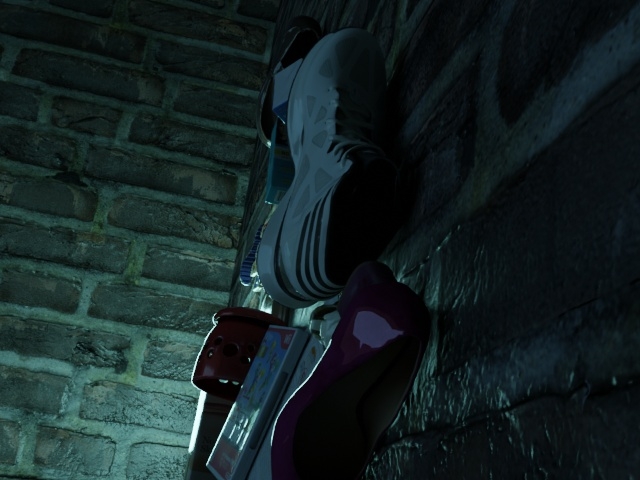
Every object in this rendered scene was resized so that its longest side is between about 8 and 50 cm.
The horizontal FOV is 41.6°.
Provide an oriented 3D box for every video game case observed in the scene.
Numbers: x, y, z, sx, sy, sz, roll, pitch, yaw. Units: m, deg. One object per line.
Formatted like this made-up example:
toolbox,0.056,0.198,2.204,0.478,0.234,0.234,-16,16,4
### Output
video game case,-0.115,0.284,1.475,0.285,0.025,0.204,-65,14,-11

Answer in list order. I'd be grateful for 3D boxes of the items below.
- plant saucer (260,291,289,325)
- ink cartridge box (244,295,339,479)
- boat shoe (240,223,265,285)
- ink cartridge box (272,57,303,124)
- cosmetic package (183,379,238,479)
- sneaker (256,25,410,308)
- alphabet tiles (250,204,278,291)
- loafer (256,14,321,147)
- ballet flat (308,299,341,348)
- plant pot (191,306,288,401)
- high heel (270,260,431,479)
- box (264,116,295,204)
plant saucer,-0.120,0.211,2.007,0.278,0.041,0.278,-169,90,-79
ink cartridge box,-0.026,0.304,1.356,0.385,0.091,0.308,-58,15,14
boat shoe,-0.161,0.048,2.332,0.066,0.066,0.183,42,-113,-51
ink cartridge box,0.000,-0.200,1.399,0.060,0.180,0.104,-28,37,25
cosmetic package,-0.229,0.481,1.992,0.129,0.153,0.296,-162,82,-78
sneaker,0.060,-0.126,1.190,0.257,0.169,0.448,-17,58,60
alphabet tiles,-0.116,-0.010,2.179,0.278,0.021,0.284,143,143,-63
loafer,-0.087,-0.420,2.249,0.130,0.133,0.366,-115,37,-74
ballet flat,0.029,0.124,1.146,0.248,0.086,0.086,-177,98,-80
plant pot,-0.164,0.242,1.789,0.191,0.191,0.174,124,158,-65
high heel,0.025,0.217,0.956,0.181,0.127,0.377,-113,33,-70
box,-0.069,-0.184,1.987,0.060,0.100,0.244,114,164,-46
